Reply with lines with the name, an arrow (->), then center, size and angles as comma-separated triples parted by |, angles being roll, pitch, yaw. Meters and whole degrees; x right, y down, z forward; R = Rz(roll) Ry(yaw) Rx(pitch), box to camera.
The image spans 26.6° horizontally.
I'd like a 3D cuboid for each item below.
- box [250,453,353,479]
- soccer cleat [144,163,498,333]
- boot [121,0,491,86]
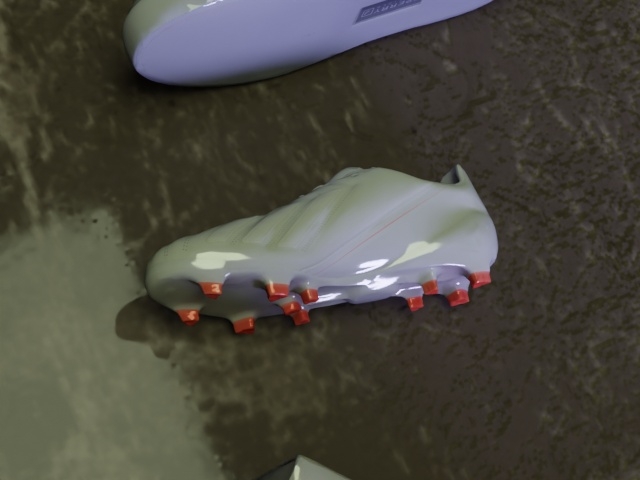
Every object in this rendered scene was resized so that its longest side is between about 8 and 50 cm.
box -> 0.046, 0.216, 0.592 | 0.232, 0.127, 0.148 | 28, 66, -7
soccer cleat -> 0.000, 0.000, 0.691 | 0.196, 0.068, 0.076 | -4, 68, -26
boot -> -0.009, -0.171, 0.739 | 0.258, 0.095, 0.123 | -18, 72, -31
